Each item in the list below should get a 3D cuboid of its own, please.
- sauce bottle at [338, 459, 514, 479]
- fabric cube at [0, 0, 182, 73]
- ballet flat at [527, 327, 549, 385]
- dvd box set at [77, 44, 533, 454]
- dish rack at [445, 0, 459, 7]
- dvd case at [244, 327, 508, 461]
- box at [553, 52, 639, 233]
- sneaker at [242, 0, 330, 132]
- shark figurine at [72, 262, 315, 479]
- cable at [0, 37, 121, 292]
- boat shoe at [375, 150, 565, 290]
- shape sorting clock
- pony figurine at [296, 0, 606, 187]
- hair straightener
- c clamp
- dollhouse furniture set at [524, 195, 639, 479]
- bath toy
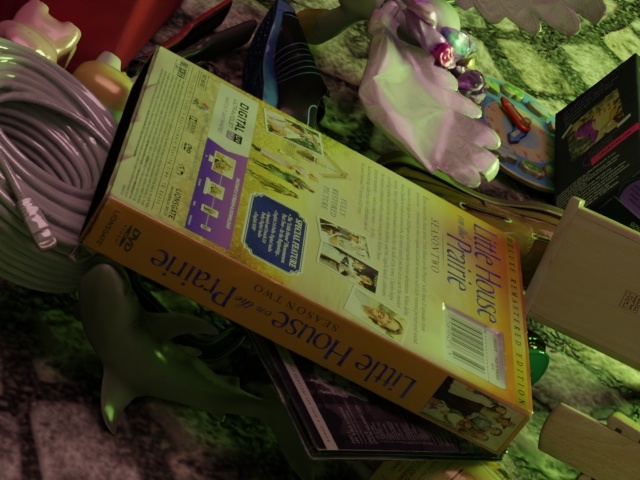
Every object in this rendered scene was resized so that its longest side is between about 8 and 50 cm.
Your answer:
[{"bbox_3d":[0.170,0.288,1.522,0.344,0.111,0.111,45,37,13],"label":"sauce bottle"},{"bbox_3d":[-0.258,-0.373,1.829,0.259,0.258,0.254,28,36,1],"label":"fabric cube"},{"bbox_3d":[0.116,0.109,1.714,0.280,0.095,0.096,8,32,-46],"label":"ballet flat"},{"bbox_3d":[0.000,0.000,1.549,0.420,0.062,0.307,27,29,-13],"label":"dvd box set"},{"bbox_3d":[0.082,-0.428,2.331,0.208,0.074,0.271,-14,55,-47],"label":"dish rack"},{"bbox_3d":[0.048,0.130,1.498,0.221,0.018,0.164,7,40,-38],"label":"dvd case"},{"bbox_3d":[0.389,-0.075,2.057,0.165,0.143,0.270,40,33,-19],"label":"box"},{"bbox_3d":[-0.036,-0.185,1.951,0.090,0.081,0.232,24,43,-19],"label":"sneaker"},{"bbox_3d":[-0.138,0.133,1.505,0.278,0.166,0.116,37,58,-25],"label":"shark figurine"},{"bbox_3d":[-0.264,-0.071,1.518,0.257,0.089,0.257,51,23,9],"label":"cable"},{"bbox_3d":[0.185,0.010,1.869,0.307,0.110,0.104,20,36,1],"label":"boat shoe"},{"bbox_3d":[0.255,-0.138,2.144,0.206,0.040,0.206,20,38,-17],"label":"shape sorting clock"},{"bbox_3d":[0.110,-0.247,1.912,0.351,0.303,0.363,34,-7,6],"label":"pony figurine"},{"bbox_3d":[-0.138,-0.208,1.919,0.089,0.047,0.230,39,36,10],"label":"hair straightener"},{"bbox_3d":[-0.119,0.062,1.643,0.161,0.022,0.137,41,41,8],"label":"c clamp"},{"bbox_3d":[0.327,0.099,1.811,0.198,0.286,0.303,26,7,13],"label":"dollhouse furniture set"},{"bbox_3d":[-0.289,-0.170,1.703,0.348,0.151,0.129,35,73,3],"label":"bath toy"}]
